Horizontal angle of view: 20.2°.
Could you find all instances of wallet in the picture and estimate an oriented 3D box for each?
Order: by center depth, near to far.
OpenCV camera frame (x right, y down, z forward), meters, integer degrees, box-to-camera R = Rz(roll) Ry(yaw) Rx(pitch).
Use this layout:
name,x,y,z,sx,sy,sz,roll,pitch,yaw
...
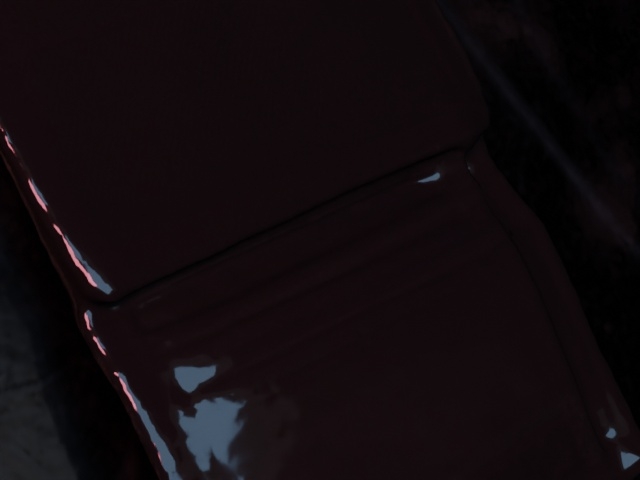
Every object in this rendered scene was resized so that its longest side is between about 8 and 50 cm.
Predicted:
name,x,y,z,sx,sy,sz,roll,pitch,yaw
wallet,0.000,0.000,0.755,0.247,0.041,0.323,-25,90,-39
